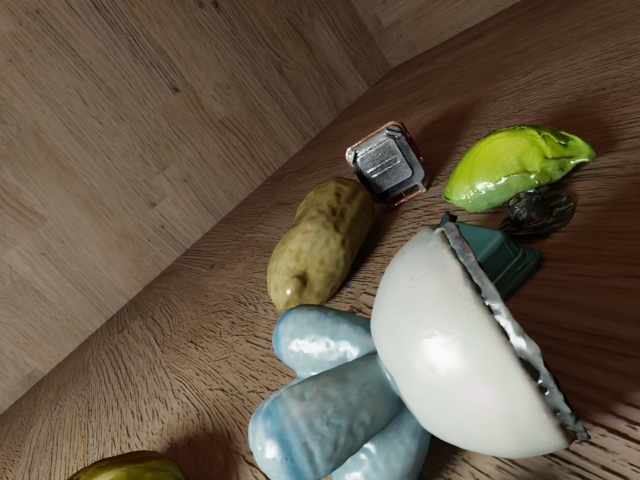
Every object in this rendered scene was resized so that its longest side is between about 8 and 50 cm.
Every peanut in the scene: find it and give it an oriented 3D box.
[{"bbox_3d":[0.000,0.000,0.940,0.192,0.169,0.387,-36,16,46],"label":"peanut"}]

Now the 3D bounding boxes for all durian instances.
[{"bbox_3d":[0.338,-0.130,0.759,0.250,0.101,0.139,-25,59,33],"label":"durian"}]

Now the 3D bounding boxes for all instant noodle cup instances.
[{"bbox_3d":[0.214,0.036,0.645,0.157,0.070,0.179,-43,21,-8],"label":"instant noodle cup"}]

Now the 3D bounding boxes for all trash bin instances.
[{"bbox_3d":[0.187,-0.204,1.094,0.161,0.185,0.239,-28,11,25],"label":"trash bin"}]

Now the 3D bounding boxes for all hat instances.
[{"bbox_3d":[0.326,-0.050,0.663,0.121,0.050,0.121,-31,20,12],"label":"hat"}]

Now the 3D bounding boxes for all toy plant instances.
[{"bbox_3d":[0.054,0.153,0.445,0.332,0.247,0.247,-34,20,17],"label":"toy plant"}]

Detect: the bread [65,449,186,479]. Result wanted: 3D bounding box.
[{"bbox_3d":[-0.341,0.433,0.589,0.332,0.160,0.333,-33,19,13],"label":"bread"}]
